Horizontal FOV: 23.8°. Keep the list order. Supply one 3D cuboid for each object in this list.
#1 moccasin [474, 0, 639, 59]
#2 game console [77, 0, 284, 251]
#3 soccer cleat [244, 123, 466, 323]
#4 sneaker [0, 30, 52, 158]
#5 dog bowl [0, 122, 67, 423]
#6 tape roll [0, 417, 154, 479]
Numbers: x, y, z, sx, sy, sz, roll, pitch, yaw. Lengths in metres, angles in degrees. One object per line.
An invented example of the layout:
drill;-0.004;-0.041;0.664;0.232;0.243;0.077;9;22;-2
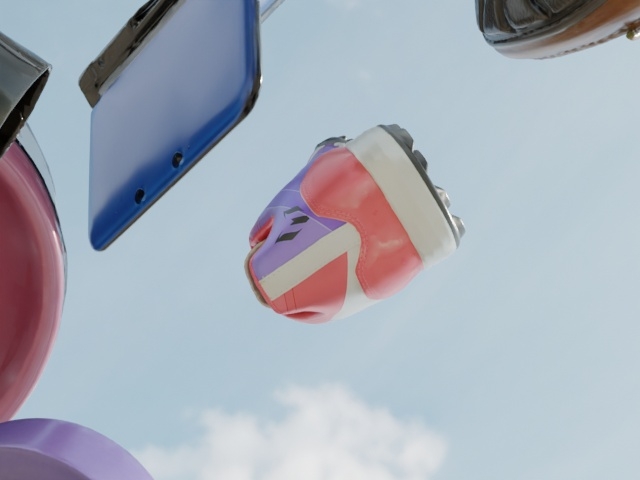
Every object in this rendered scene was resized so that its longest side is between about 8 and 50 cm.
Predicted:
moccasin;0.239;-0.212;0.953;0.147;0.139;0.380;10;-27;-33
game console;-0.078;-0.148;1.314;0.293;0.250;0.173;-37;-101;47
soccer cleat;0.000;0.000;0.955;0.116;0.318;0.109;-31;-88;-7
sneaker;-0.236;-0.038;0.740;0.118;0.222;0.083;36;-12;-1
dog bowl;-0.388;0.032;1.215;0.150;0.408;0.408;31;-33;60
tape roll;-0.189;0.215;0.979;0.189;0.080;0.189;1;-84;8
